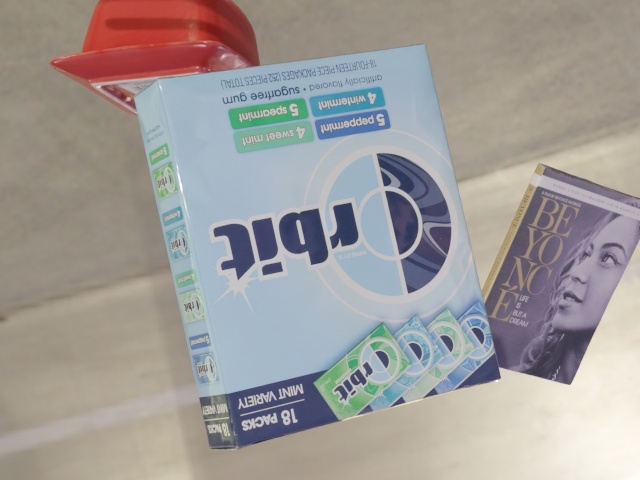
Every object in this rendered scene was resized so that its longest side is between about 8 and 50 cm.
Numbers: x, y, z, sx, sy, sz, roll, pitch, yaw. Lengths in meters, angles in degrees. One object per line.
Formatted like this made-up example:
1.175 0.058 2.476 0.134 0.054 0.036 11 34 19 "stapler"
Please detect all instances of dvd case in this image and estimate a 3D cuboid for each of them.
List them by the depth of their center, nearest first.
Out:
0.251 0.041 1.623 0.164 0.018 0.221 16 102 -33 "dvd case"

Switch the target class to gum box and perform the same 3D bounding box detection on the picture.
0.000 0.000 0.785 0.157 0.184 0.041 -12 176 -28 "gum box"

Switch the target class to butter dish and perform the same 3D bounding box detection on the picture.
-0.121 -0.174 1.276 0.160 0.118 0.160 -3 167 22 "butter dish"
